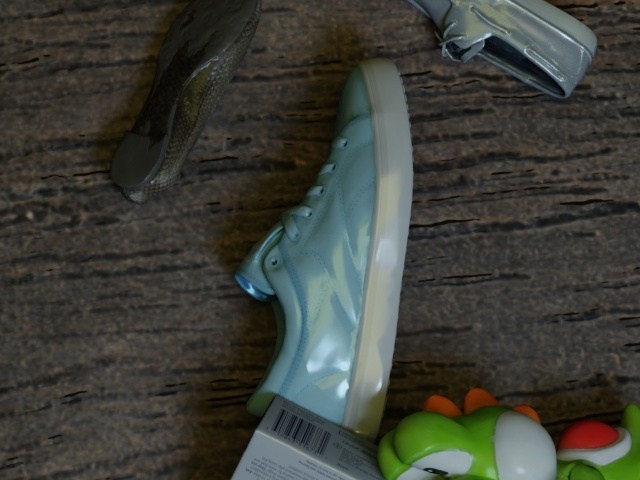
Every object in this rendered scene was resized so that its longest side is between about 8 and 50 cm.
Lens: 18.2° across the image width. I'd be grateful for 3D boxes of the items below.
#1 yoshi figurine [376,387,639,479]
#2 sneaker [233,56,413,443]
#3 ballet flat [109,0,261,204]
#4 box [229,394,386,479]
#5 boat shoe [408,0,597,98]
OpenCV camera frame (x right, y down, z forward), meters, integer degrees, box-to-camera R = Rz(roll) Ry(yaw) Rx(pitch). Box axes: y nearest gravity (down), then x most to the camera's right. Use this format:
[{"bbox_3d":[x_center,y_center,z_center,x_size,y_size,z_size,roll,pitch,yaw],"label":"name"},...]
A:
[{"bbox_3d":[0.217,0.260,1.747,0.362,0.203,0.203,15,109,-17],"label":"yoshi figurine"},{"bbox_3d":[0.000,0.000,1.837,0.150,0.135,0.366,7,76,-7],"label":"sneaker"},{"bbox_3d":[-0.123,-0.141,1.900,0.084,0.058,0.250,12,68,34],"label":"ballet flat"},{"bbox_3d":[-0.020,0.231,1.783,0.126,0.072,0.137,27,117,1],"label":"box"},{"bbox_3d":[0.155,-0.208,1.925,0.227,0.079,0.081,26,72,-3],"label":"boat shoe"}]
